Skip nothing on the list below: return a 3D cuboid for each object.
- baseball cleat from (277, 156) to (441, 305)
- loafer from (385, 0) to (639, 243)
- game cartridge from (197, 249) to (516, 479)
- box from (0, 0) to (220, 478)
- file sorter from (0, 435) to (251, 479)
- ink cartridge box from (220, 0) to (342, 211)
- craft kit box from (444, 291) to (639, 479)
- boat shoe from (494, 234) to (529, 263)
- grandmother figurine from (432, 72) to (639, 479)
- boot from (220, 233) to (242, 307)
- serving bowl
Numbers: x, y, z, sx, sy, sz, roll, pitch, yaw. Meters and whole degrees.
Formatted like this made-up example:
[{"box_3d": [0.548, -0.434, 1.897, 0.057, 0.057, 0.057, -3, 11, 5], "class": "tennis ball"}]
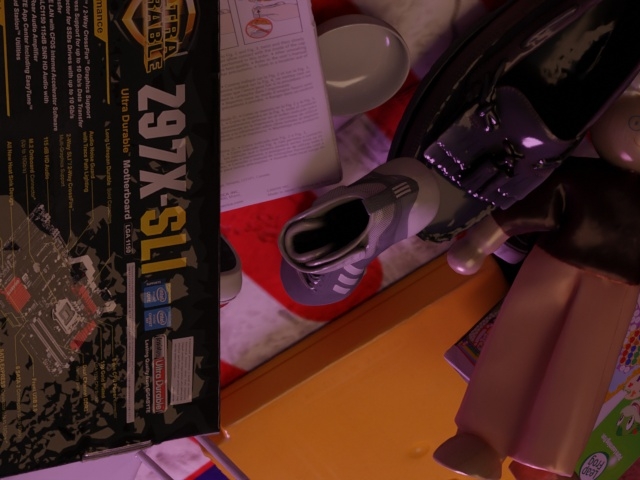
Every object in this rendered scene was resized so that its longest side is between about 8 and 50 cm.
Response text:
[{"box_3d": [0.000, 0.000, 1.251, 0.109, 0.072, 0.206, -21, 166, -35], "class": "baseball cleat"}, {"box_3d": [0.155, -0.111, 1.225, 0.109, 0.095, 0.302, 28, 109, -32], "class": "loafer"}, {"box_3d": [0.075, 0.163, 1.526, 0.285, 0.052, 0.323, -31, 136, 4], "class": "game cartridge"}, {"box_3d": [-0.186, -0.022, 0.997, 0.257, 0.079, 0.322, -11, 113, -27], "class": "box"}, {"box_3d": [-0.175, 0.279, 1.363, 0.193, 0.173, 0.277, -23, 146, -47], "class": "file sorter"}, {"box_3d": [-0.088, -0.107, 1.137, 0.181, 0.056, 0.224, -14, 136, -2], "class": "ink cartridge box"}, {"box_3d": [0.249, 0.078, 1.479, 0.246, 0.061, 0.250, -44, 137, -1], "class": "craft kit box"}, {"box_3d": [0.126, -0.027, 1.354, 0.040, 0.049, 0.142, -40, 136, 13], "class": "boat shoe"}, {"box_3d": [0.203, 0.020, 1.321, 0.208, 0.104, 0.342, 15, 97, -22], "class": "grandmother figurine"}, {"box_3d": [-0.180, 0.063, 1.158, 0.244, 0.088, 0.176, 1, 124, -26], "class": "boot"}, {"box_3d": [0.018, -0.124, 1.208, 0.083, 0.027, 0.083, -8, 138, -7], "class": "serving bowl"}]
